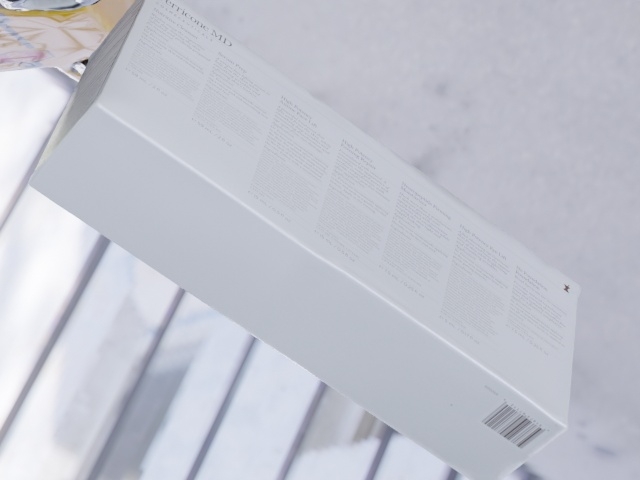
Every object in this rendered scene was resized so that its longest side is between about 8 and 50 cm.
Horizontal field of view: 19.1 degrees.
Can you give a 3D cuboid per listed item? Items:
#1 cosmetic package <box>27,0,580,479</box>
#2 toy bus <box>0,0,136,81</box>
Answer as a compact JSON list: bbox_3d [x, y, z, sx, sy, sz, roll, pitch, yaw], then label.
[{"bbox_3d":[0.000,0.000,0.809,0.239,0.099,0.060,35,128,-14],"label":"cosmetic package"},{"bbox_3d":[-0.160,-0.147,0.911,0.130,0.108,0.332,-7,175,3],"label":"toy bus"}]
